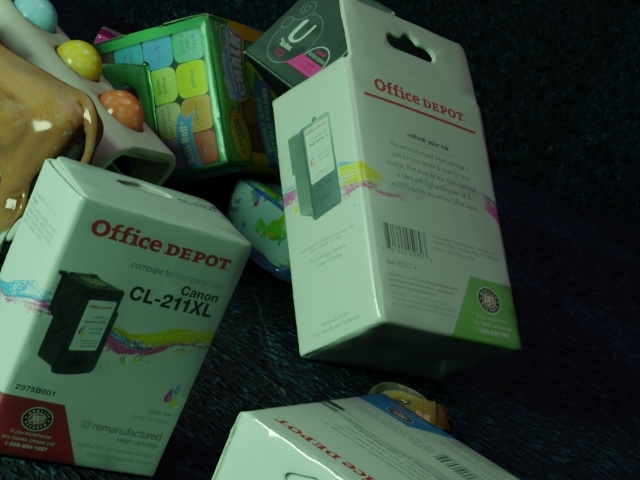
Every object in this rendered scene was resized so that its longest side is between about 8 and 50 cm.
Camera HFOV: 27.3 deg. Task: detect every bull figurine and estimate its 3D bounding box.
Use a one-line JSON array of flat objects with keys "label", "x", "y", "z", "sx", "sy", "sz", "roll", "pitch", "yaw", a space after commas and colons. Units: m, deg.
[{"label": "bull figurine", "x": -0.318, "y": -0.117, "z": 1.193, "sx": 0.310, "sy": 0.188, "sz": 0.101, "roll": 33, "pitch": 14, "yaw": 36}]

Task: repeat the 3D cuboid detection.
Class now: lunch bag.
[{"label": "lunch bag", "x": 0.000, "y": 0.000, "z": 1.555, "sx": 0.219, "sy": 0.090, "sz": 0.176, "roll": 14, "pitch": 16, "yaw": -40}]

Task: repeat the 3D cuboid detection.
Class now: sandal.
[{"label": "sandal", "x": 0.080, "y": 0.154, "z": 1.106, "sx": 0.090, "sy": 0.060, "sz": 0.219, "roll": 24, "pitch": 12, "yaw": -2}]

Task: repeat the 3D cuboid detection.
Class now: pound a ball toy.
[{"label": "pound a ball toy", "x": -0.283, "y": -0.139, "z": 1.343, "sx": 0.319, "sy": 0.135, "sz": 0.208, "roll": 47, "pitch": 15, "yaw": 20}]

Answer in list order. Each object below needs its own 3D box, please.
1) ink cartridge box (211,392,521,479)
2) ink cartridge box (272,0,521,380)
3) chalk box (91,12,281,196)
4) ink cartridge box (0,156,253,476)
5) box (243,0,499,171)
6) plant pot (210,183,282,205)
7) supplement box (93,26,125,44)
[{"label": "ink cartridge box", "x": 0.035, "y": 0.172, "z": 0.882, "sx": 0.140, "sy": 0.082, "sz": 0.191, "roll": 30, "pitch": 14, "yaw": 29}, {"label": "ink cartridge box", "x": 0.071, "y": -0.051, "z": 1.342, "sx": 0.207, "sy": 0.119, "sz": 0.353, "roll": 15, "pitch": 60, "yaw": -41}, {"label": "chalk box", "x": -0.155, "y": -0.154, "z": 1.562, "sx": 0.179, "sy": 0.180, "sz": 0.289, "roll": -10, "pitch": -4, "yaw": 25}, {"label": "ink cartridge box", "x": -0.140, "y": 0.051, "z": 0.841, "sx": 0.127, "sy": 0.175, "sz": 0.072, "roll": 16, "pitch": 14, "yaw": -34}, {"label": "box", "x": 0.062, "y": -0.152, "z": 1.544, "sx": 0.270, "sy": 0.143, "sz": 0.165, "roll": 50, "pitch": -5, "yaw": -38}, {"label": "plant pot", "x": -0.092, "y": -0.141, "z": 1.802, "sx": 0.191, "sy": 0.174, "sz": 0.191, "roll": 24, "pitch": 14, "yaw": -6}, {"label": "supplement box", "x": -0.255, "y": -0.232, "z": 2.023, "sx": 0.220, "sy": 0.113, "sz": 0.111, "roll": 23, "pitch": 13, "yaw": -10}]
